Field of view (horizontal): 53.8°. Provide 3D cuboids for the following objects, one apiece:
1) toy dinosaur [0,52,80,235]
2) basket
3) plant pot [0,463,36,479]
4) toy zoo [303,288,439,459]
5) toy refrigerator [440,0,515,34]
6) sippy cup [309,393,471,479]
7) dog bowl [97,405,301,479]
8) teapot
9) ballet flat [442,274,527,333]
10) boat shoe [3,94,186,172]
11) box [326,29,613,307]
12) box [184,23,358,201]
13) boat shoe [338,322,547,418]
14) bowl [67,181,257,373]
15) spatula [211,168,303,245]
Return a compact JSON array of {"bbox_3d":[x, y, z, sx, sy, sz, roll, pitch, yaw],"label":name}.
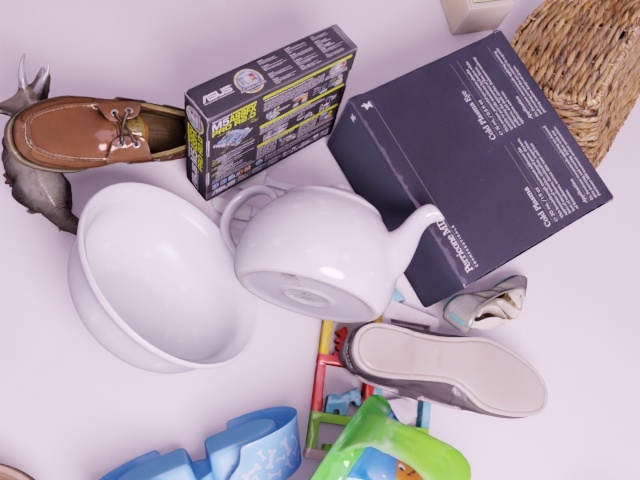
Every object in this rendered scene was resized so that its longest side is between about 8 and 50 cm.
[{"bbox_3d":[-0.418,-0.094,0.931,0.121,0.160,0.313,-15,77,-15],"label":"toy dinosaur"},{"bbox_3d":[0.474,-0.303,1.204,0.213,0.223,0.299,23,68,31],"label":"basket"},{"bbox_3d":[-0.448,0.405,0.809,0.237,0.110,0.237,3,74,-11],"label":"plant pot"},{"bbox_3d":[0.088,0.209,1.013,0.192,0.030,0.293,10,73,-8],"label":"toy zoo"},{"bbox_3d":[0.279,-0.550,1.234,0.102,0.094,0.269,-12,77,-14],"label":"toy refrigerator"},{"bbox_3d":[0.095,0.358,0.812,0.224,0.305,0.240,33,82,14],"label":"sippy cup"},{"bbox_3d":[-0.162,0.320,0.870,0.297,0.166,0.074,-18,90,-16],"label":"dog bowl"},{"bbox_3d":[0.000,0.000,0.930,0.256,0.252,0.187,23,68,-20],"label":"teapot"},{"bbox_3d":[0.287,0.110,1.030,0.213,0.072,0.068,-10,39,-37],"label":"ballet flat"},{"bbox_3d":[-0.291,-0.164,0.918,0.307,0.104,0.110,-18,101,-52],"label":"boat shoe"},{"bbox_3d":[0.237,-0.119,1.058,0.313,0.179,0.343,-27,81,-18],"label":"box"},{"bbox_3d":[-0.081,-0.195,0.982,0.270,0.216,0.060,-33,72,-23],"label":"box"},{"bbox_3d":[0.188,0.200,0.982,0.335,0.095,0.112,17,69,-13],"label":"boat shoe"},{"bbox_3d":[-0.243,0.074,0.900,0.134,0.298,0.298,-37,82,26],"label":"bowl"},{"bbox_3d":[-0.068,-0.041,1.060,0.242,0.019,0.168,13,71,-7],"label":"spatula"}]
